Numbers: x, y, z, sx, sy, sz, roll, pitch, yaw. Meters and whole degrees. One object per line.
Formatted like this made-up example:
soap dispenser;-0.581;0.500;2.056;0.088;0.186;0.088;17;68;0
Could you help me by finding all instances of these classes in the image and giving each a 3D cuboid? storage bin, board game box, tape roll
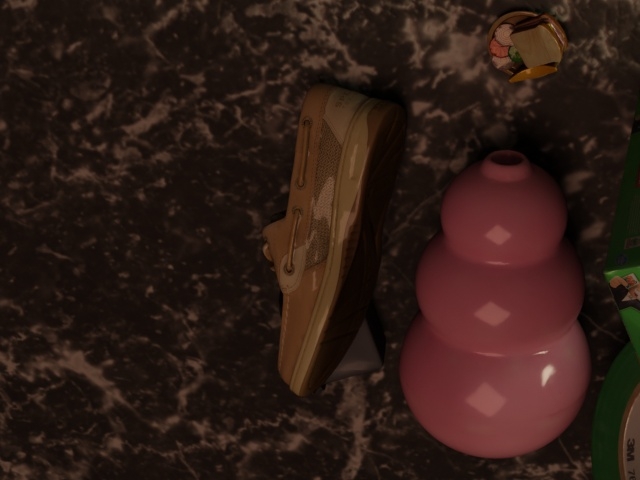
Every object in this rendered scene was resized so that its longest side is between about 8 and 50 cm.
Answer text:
storage bin;0.016;0.102;1.958;0.091;0.098;0.135;-13;120;15
board game box;0.339;0.019;1.627;0.046;0.317;0.213;-12;121;25
tape roll;0.424;0.232;1.785;0.321;0.077;0.321;4;95;51

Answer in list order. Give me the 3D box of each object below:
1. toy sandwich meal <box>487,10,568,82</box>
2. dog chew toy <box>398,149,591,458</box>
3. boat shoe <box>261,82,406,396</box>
toy sandwich meal;0.205;-0.191;1.706;0.085;0.029;0.086;10;128;13
dog chew toy;0.186;0.062;1.802;0.206;0.206;0.332;7;119;15
boat shoe;0.000;0.000;1.845;0.110;0.121;0.341;20;107;20
